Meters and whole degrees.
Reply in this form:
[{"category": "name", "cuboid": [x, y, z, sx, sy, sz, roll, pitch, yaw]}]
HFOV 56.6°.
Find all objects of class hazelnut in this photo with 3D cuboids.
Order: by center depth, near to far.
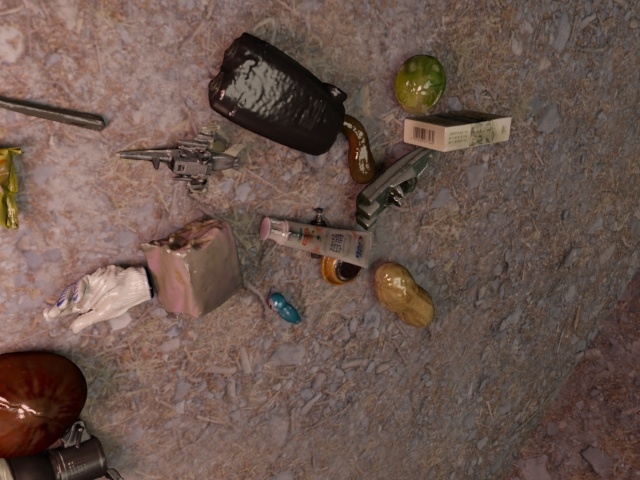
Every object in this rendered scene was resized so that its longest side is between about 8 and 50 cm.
[{"category": "hazelnut", "cuboid": [-0.583, 0.319, 1.184, 0.229, 0.229, 0.229, -14, 116, -31]}]

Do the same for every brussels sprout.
[{"category": "brussels sprout", "cuboid": [0.264, -0.411, 1.563, 0.155, 0.117, 0.155, -10, 106, -39]}]

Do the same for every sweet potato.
[{"category": "sweet potato", "cuboid": [0.091, -0.247, 1.542, 0.081, 0.062, 0.233, -36, 123, -18]}]

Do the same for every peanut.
[{"category": "peanut", "cuboid": [0.254, 0.172, 1.786, 0.130, 0.130, 0.290, -52, 128, -7]}]

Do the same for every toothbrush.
[{"category": "toothbrush", "cuboid": [-0.545, -0.243, 1.101, 0.297, 0.030, 0.030, 6, 130, -39]}]

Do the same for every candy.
[{"category": "candy", "cuboid": [-0.279, 0.062, 1.323, 0.185, 0.137, 0.195, -35, 127, -44]}]

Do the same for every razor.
[{"category": "razor", "cuboid": [-0.087, -0.319, 1.351, 0.327, 0.107, 0.189, 20, 97, -40]}]

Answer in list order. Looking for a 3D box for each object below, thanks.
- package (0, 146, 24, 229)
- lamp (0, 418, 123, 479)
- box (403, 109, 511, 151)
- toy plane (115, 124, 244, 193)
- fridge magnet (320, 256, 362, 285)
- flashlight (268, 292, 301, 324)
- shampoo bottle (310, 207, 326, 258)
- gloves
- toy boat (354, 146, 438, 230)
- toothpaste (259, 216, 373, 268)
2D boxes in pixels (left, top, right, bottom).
[{"category": "package", "cuboid": [-0.644, -0.101, 1.045, 0.226, 0.090, 0.168, -1, 107, -33]}, {"category": "lamp", "cuboid": [-0.576, 0.500, 1.325, 0.227, 0.147, 0.172, -12, 92, -41]}, {"category": "box", "cuboid": [0.382, -0.310, 1.657, 0.256, 0.164, 0.069, -14, 115, -31]}, {"category": "toy plane", "cuboid": [-0.299, -0.169, 1.273, 0.262, 0.088, 0.192, -8, 140, -29]}, {"category": "fridge magnet", "cuboid": [0.065, 0.061, 1.643, 0.143, 0.063, 0.143, -15, 119, -29]}, {"category": "flashlight", "cuboid": [-0.092, 0.185, 1.589, 0.051, 0.051, 0.129, -51, 131, -8]}, {"category": "shampoo bottle", "cuboid": [-0.006, -0.019, 1.582, 0.048, 0.027, 0.137, -9, 113, -33]}, {"category": "gloves", "cuboid": [-0.468, 0.120, 1.260, 0.229, 0.097, 0.119, -18, 102, -30]}, {"category": "toy boat", "cuboid": [0.219, -0.162, 1.628, 0.319, 0.092, 0.141, -42, 162, -18]}, {"category": "toothpaste", "cuboid": [0.000, 0.000, 1.541, 0.323, 0.066, 0.100, 11, 85, -29]}]
